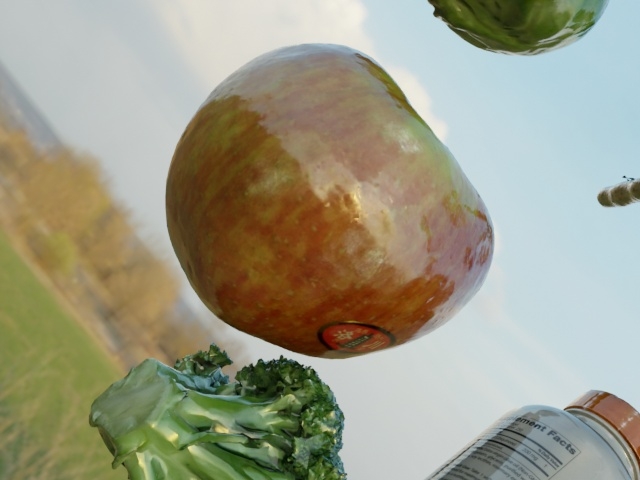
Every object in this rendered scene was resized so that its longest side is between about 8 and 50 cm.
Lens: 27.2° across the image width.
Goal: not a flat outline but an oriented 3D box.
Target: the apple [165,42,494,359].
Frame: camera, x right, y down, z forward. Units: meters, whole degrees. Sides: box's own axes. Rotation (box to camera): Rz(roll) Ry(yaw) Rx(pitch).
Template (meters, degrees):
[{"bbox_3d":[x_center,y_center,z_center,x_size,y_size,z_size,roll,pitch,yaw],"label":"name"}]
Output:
[{"bbox_3d":[0.001,-0.024,1.179,0.309,0.250,0.277,47,7,-36],"label":"apple"}]

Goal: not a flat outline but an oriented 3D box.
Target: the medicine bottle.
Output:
[{"bbox_3d":[0.163,0.243,1.120,0.157,0.289,0.157,38,-33,31],"label":"medicine bottle"}]

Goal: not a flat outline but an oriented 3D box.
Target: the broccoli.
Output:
[{"bbox_3d":[-0.097,0.215,1.170,0.261,0.269,0.241,26,-24,53],"label":"broccoli"}]

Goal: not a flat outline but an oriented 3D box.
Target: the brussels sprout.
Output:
[{"bbox_3d":[0.209,-0.315,1.453,0.244,0.244,0.244,50,-6,8],"label":"brussels sprout"}]

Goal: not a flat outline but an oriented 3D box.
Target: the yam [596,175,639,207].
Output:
[{"bbox_3d":[0.309,-0.051,1.285,0.234,0.027,0.029,148,-68,-84],"label":"yam"}]
